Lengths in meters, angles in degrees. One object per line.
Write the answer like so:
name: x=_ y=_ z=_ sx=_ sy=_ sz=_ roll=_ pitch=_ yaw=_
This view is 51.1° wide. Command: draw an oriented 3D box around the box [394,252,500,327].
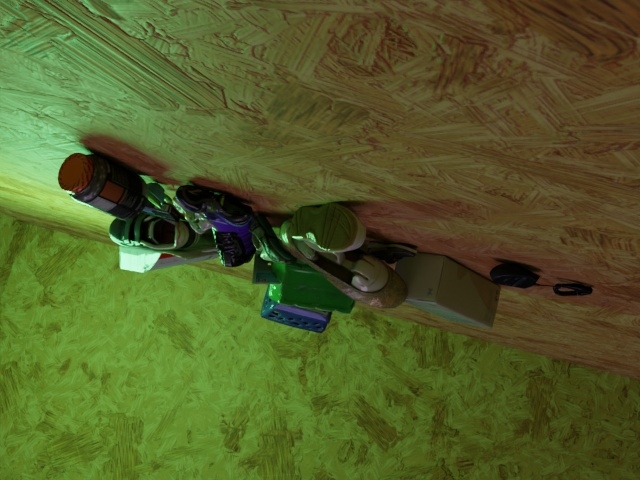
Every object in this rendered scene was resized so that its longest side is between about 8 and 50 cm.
box: x=0.328 y=0.131 z=1.737 sx=0.148 sy=0.121 sz=0.311 roll=7 pitch=168 yaw=41

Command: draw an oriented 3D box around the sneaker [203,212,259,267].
sneaker: x=-0.227 y=-0.004 z=1.744 sx=0.102 sy=0.146 sz=0.293 roll=12 pitch=171 yaw=17

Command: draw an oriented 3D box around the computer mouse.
computer mouse: x=0.494 y=0.086 z=1.498 sx=0.242 sy=0.041 sz=0.071 roll=12 pitch=155 yaw=-10

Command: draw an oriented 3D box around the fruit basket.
fruit basket: x=-0.018 y=0.069 z=1.809 sx=0.326 sy=0.166 sz=0.353 roll=9 pitch=-161 yaw=-6

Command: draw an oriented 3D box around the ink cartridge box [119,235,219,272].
ink cartridge box: x=-0.448 y=0.055 z=2.278 sx=0.384 sy=0.091 sz=0.308 roll=8 pitch=-167 yaw=41

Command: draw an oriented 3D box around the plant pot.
plant pot: x=-0.055 y=0.168 z=2.270 sx=0.235 sy=0.236 sz=0.212 roll=16 pitch=164 yaw=-7

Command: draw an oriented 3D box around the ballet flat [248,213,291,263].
ballet flat: x=-0.128 y=0.012 z=1.654 sx=0.070 sy=0.070 sz=0.188 roll=23 pitch=-156 yaw=-40

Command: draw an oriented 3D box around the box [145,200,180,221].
box: x=-0.489 y=-0.093 z=1.994 sx=0.116 sy=0.029 sz=0.162 roll=15 pitch=172 yaw=2

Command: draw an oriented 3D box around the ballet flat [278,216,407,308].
ballet flat: x=0.057 y=0.051 z=1.577 sx=0.348 sy=0.123 sz=0.123 roll=31 pitch=170 yaw=0

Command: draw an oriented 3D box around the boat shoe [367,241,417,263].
boat shoe: x=0.173 y=0.035 z=1.633 sx=0.056 sy=0.049 sz=0.152 roll=22 pitch=168 yaw=-36

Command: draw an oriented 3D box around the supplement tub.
supplement tub: x=-0.500 y=-0.126 z=1.544 sx=0.117 sy=0.117 sz=0.190 roll=9 pitch=169 yaw=31

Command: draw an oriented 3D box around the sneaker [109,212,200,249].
sneaker: x=-0.556 y=-0.036 z=2.140 sx=0.321 sy=0.126 sz=0.127 roll=2 pitch=178 yaw=17

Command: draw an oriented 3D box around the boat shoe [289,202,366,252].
boat shoe: x=0.033 y=-0.022 z=1.402 sx=0.096 sy=0.098 sz=0.277 roll=19 pitch=179 yaw=-27

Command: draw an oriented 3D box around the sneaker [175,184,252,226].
sneaker: x=-0.244 y=-0.091 z=1.558 sx=0.188 sy=0.067 sz=0.078 roll=20 pitch=148 yaw=-19

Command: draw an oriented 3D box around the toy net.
toy net: x=-0.341 y=-0.066 z=1.644 sx=0.232 sy=0.045 sz=0.122 roll=33 pitch=166 yaw=23
